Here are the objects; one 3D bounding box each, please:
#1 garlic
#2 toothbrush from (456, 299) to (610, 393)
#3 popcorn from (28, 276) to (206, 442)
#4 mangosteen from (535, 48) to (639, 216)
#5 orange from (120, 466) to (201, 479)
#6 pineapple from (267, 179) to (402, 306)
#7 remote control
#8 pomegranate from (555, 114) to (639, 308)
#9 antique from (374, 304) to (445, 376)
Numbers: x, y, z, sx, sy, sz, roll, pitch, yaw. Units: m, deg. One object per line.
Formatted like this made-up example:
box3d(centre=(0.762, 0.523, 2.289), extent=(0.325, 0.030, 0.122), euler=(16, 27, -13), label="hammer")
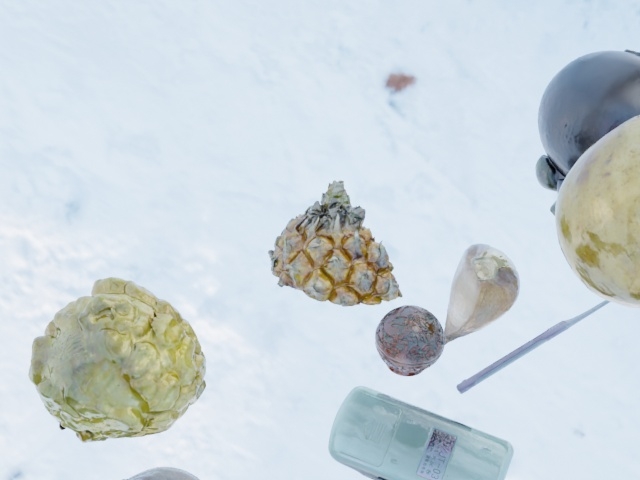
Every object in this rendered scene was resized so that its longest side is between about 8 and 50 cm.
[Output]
box3d(centre=(0.291, 0.092, 2.052), extent=(0.115, 0.128, 0.206), euler=(12, 128, -9), label="garlic")
box3d(centre=(0.378, 0.155, 1.927), extent=(0.354, 0.029, 0.024), euler=(-33, 157, 4), label="toothbrush")
box3d(centre=(-0.289, 0.169, 1.612), extent=(0.250, 0.250, 0.190), euler=(-62, 161, 3), label="popcorn")
box3d(centre=(0.510, -0.181, 1.997), extent=(0.313, 0.297, 0.297), euler=(-53, 132, -13), label="mangosteen")
box3d(centre=(-0.273, 0.452, 1.798), extent=(0.240, 0.240, 0.171), euler=(-27, 90, -25), label="orange")
box3d(centre=(0.004, 0.003, 1.751), extent=(0.140, 0.250, 0.164), euler=(-21, 135, -41), label="pineapple")
box3d(centre=(0.161, 0.349, 1.897), extent=(0.056, 0.296, 0.140), euler=(76, 35, -68), label="remote control")
box3d(centre=(0.440, -0.033, 1.519), extent=(0.260, 0.260, 0.260), euler=(-17, 120, -31), label="pomegranate")
box3d(centre=(0.126, 0.138, 1.611), extent=(0.104, 0.104, 0.104), euler=(-17, 120, -31), label="antique")
